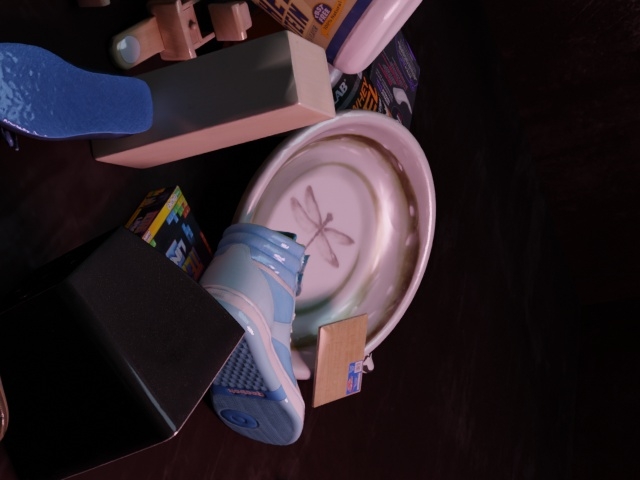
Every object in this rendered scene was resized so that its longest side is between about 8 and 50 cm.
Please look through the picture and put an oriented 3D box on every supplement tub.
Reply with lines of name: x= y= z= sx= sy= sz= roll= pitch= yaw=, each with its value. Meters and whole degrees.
supplement tub: x=-0.010 y=-0.202 z=1.570 sx=0.316 sy=0.193 sz=0.193 roll=51 pitch=36 yaw=-46
supplement tub: x=-0.011 y=-0.394 z=1.340 sx=0.316 sy=0.228 sz=0.228 roll=39 pitch=29 yaw=0

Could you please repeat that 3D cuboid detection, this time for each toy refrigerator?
toy refrigerator: x=-0.129 y=-0.161 z=1.186 sx=0.102 sy=0.269 sz=0.094 roll=5 pitch=74 yaw=-65

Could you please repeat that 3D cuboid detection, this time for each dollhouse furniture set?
dollhouse furniture set: x=-0.104 y=-0.333 z=1.154 sx=0.174 sy=0.355 sz=0.303 roll=-44 pitch=131 yaw=-43

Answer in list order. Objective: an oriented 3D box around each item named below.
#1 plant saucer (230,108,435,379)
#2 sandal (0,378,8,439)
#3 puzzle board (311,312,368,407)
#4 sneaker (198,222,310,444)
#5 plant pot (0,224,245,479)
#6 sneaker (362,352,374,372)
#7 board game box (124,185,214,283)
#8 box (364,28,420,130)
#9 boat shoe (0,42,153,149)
plant saucer: x=0.000 y=0.000 z=1.493 sx=0.400 sy=0.100 sz=0.400 roll=-18 pitch=117 yaw=-38
sandal: x=-0.314 y=0.074 z=0.897 sx=0.060 sy=0.090 sz=0.219 roll=-45 pitch=121 yaw=-82
puzzle board: x=0.027 y=0.174 z=1.510 sx=0.096 sy=0.011 sz=0.128 roll=-12 pitch=115 yaw=-42
sneaker: x=-0.065 y=0.108 z=1.306 sx=0.319 sy=0.127 sz=0.208 roll=79 pitch=25 yaw=-48
plant pot: x=-0.218 y=0.099 z=1.000 sx=0.167 sy=0.188 sz=0.187 roll=57 pitch=29 yaw=-14
sneaker: x=0.074 y=0.183 z=1.768 sx=0.040 sy=0.044 sz=0.109 roll=-68 pitch=142 yaw=-55
board game box: x=-0.189 y=0.038 z=1.237 sx=0.141 sy=0.048 sz=0.170 roll=64 pitch=27 yaw=-27
box: x=0.073 y=-0.271 z=1.849 sx=0.165 sy=0.143 sz=0.270 roll=57 pitch=32 yaw=-36
boat shoe: x=-0.283 y=-0.136 z=1.058 sx=0.258 sy=0.089 sz=0.109 roll=13 pitch=77 yaw=-57
